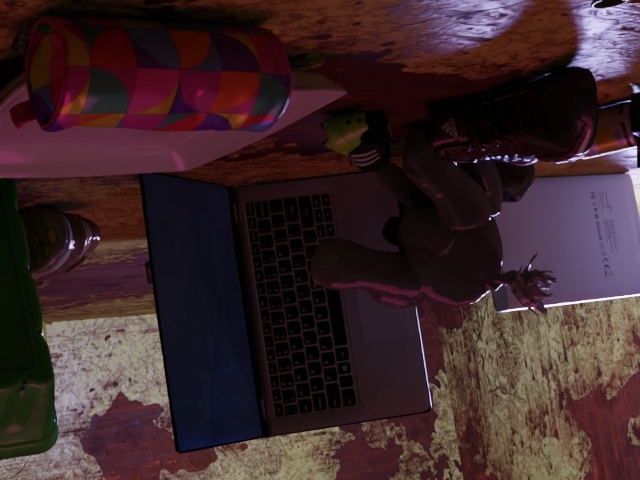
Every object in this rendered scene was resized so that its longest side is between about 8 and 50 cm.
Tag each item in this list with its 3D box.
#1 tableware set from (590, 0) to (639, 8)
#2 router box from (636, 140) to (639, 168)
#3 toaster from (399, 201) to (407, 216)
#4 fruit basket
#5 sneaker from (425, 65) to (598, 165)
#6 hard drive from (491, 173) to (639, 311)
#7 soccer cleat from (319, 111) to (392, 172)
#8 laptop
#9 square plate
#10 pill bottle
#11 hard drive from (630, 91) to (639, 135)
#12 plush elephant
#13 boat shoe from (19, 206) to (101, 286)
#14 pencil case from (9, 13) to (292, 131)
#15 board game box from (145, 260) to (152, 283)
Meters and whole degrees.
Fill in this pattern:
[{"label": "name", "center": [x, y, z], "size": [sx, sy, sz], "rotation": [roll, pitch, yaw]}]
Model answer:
[{"label": "tableware set", "center": [0.337, -0.235, 1.195], "size": [0.154, 0.024, 0.104], "rotation": [-5, 172, -28]}, {"label": "router box", "center": [0.491, -0.114, 1.724], "size": [0.092, 0.038, 0.122], "rotation": [0, 179, 29]}, {"label": "toaster", "center": [0.139, -0.046, 2.090], "size": [0.168, 0.110, 0.185], "rotation": [-6, 173, -14]}, {"label": "fruit basket", "center": [-0.464, 0.111, 1.588], "size": [0.282, 0.392, 0.392], "rotation": [-5, 172, -29]}, {"label": "sneaker", "center": [0.215, -0.135, 1.525], "size": [0.162, 0.107, 0.281], "rotation": [-4, 173, -13]}, {"label": "hard drive", "center": [0.449, -0.001, 2.315], "size": [0.353, 0.233, 0.047], "rotation": [-4, 171, -32]}, {"label": "soccer cleat", "center": [0.063, -0.125, 1.594], "size": [0.072, 0.060, 0.179], "rotation": [-13, 169, 22]}, {"label": "laptop", "center": [-0.037, 0.084, 1.810], "size": [0.407, 0.382, 0.236], "rotation": [-7, 173, -11]}, {"label": "square plate", "center": [-0.207, -0.125, 1.307], "size": [0.344, 0.049, 0.347], "rotation": [-4, 172, -36]}, {"label": "pill bottle", "center": [0.383, -0.149, 1.754], "size": [0.116, 0.065, 0.065], "rotation": [-12, 172, 29]}, {"label": "hard drive", "center": [0.600, -0.167, 1.669], "size": [0.338, 0.064, 0.237], "rotation": [0, 179, 26]}, {"label": "plush elephant", "center": [0.175, -0.034, 1.826], "size": [0.330, 0.272, 0.255], "rotation": [26, -159, -17]}, {"label": "boat shoe", "center": [-0.463, 0.029, 1.946], "size": [0.324, 0.123, 0.116], "rotation": [-12, 174, 38]}, {"label": "pencil case", "center": [-0.141, -0.140, 1.081], "size": [0.236, 0.104, 0.104], "rotation": [-3, 171, -35]}, {"label": "board game box", "center": [-0.181, 0.036, 2.309], "size": [0.243, 0.042, 0.165], "rotation": [-6, 172, -23]}]
